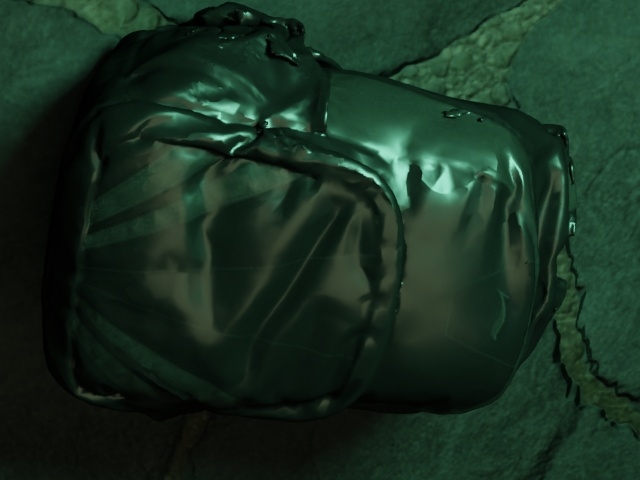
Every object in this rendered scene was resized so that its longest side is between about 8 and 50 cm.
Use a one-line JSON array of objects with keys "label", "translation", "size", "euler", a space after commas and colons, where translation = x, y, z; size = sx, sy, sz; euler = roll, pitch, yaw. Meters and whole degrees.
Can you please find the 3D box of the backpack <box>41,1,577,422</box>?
[{"label": "backpack", "translation": [0.000, 0.000, 1.258], "size": [0.446, 0.255, 0.363], "euler": [11, 111, -3]}]
